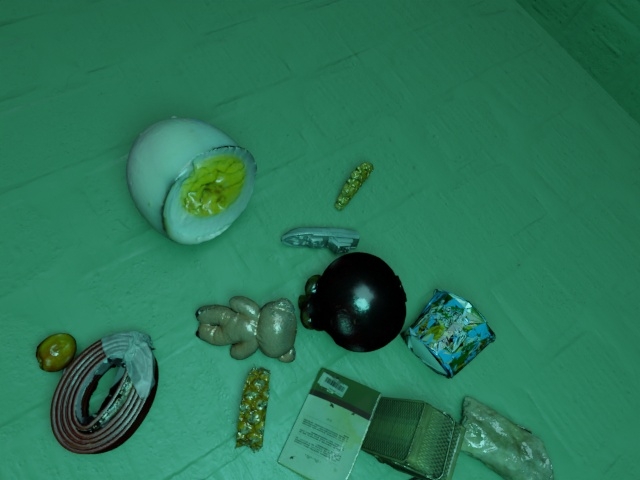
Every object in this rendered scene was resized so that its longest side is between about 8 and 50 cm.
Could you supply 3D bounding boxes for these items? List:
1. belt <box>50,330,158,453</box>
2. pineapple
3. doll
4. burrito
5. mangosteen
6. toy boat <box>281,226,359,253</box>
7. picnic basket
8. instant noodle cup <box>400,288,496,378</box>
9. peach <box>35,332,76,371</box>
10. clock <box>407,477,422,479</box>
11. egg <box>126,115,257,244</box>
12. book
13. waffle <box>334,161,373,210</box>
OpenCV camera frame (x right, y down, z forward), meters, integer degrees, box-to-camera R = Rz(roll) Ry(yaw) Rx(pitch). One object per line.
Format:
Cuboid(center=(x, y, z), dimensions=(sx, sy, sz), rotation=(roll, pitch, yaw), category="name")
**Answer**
Cuboid(center=(-0.557, 0.389, 1.242), dimensions=(0.227, 0.115, 0.323), rotation=(21, 63, -2), category="belt")
Cuboid(center=(-0.180, 0.449, 1.277), dimensions=(0.080, 0.135, 0.233), rotation=(8, 66, -7), category="pineapple")
Cuboid(center=(-0.209, 0.243, 1.384), dimensions=(0.304, 0.156, 0.201), rotation=(6, 105, 11), category="doll")
Cuboid(center=(0.547, 0.608, 1.368), dimensions=(0.348, 0.107, 0.175), rotation=(35, 78, 8), category="burrito")
Cuboid(center=(0.094, 0.181, 1.368), dimensions=(0.314, 0.297, 0.296), rotation=(-5, 67, -17), category="mangosteen")
Cuboid(center=(0.000, 0.000, 1.547), dimensions=(0.261, 0.078, 0.085), rotation=(2, 51, -12), category="toy boat")
Cuboid(center=(0.236, 0.522, 1.250), dimensions=(0.139, 0.267, 0.165), rotation=(34, 65, -13), category="picnic basket")
Cuboid(center=(0.377, 0.288, 1.418), dimensions=(0.240, 0.240, 0.178), rotation=(44, 75, 10), category="instant noodle cup")
Cuboid(center=(-0.706, 0.300, 1.267), dimensions=(0.101, 0.100, 0.100), rotation=(4, 65, -9), category="peach")
Cuboid(center=(0.297, 0.762, 1.275), dimensions=(0.226, 0.049, 0.225), rotation=(5, 65, -10), category="clock")
Cuboid(center=(-0.425, -0.211, 1.425), dimensions=(0.340, 0.354, 0.354), rotation=(38, 63, 26), category="egg")
Cuboid(center=(0.029, 0.520, 1.311), dimensions=(0.201, 0.026, 0.289), rotation=(19, 63, 20), category="book")
Cuboid(center=(0.123, -0.197, 1.660), dimensions=(0.046, 0.160, 0.192), rotation=(33, 35, 12), category="waffle")
